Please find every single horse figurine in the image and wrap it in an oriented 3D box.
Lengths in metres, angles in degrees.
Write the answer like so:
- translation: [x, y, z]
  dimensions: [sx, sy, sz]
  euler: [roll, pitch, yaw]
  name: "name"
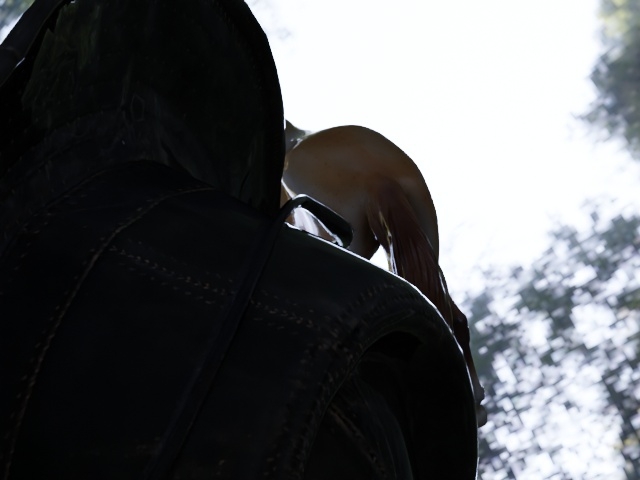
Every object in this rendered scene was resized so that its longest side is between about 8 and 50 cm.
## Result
- translation: [0.000, 0.000, 0.779]
  dimensions: [0.066, 0.263, 0.174]
  euler: [-23, -68, -22]
  name: "horse figurine"

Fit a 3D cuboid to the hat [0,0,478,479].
- translation: [-0.028, 0.084, 0.491]
  dimensions: [0.134, 0.331, 0.331]
  euler: [16, -129, 15]
  name: "hat"
